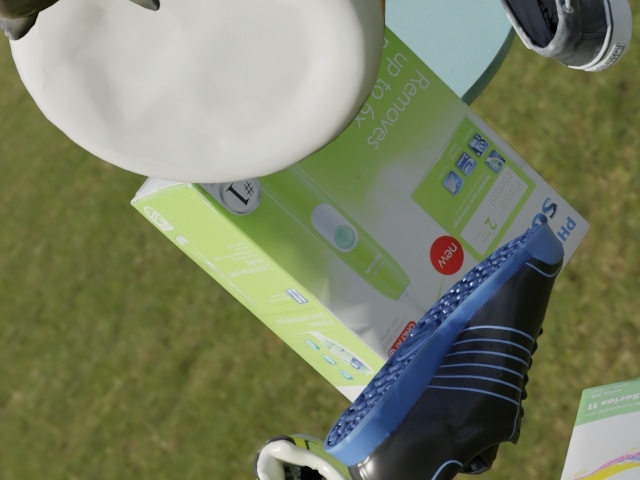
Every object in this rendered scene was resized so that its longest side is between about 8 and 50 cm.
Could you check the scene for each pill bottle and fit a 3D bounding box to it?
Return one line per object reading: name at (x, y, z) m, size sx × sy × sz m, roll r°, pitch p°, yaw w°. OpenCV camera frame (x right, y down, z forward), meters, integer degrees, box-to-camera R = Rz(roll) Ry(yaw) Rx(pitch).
pill bottle at (-0.049, -0.172, 0.848) m, size 0.162 × 0.162 × 0.278 m, roll -39°, pitch 32°, yaw 33°

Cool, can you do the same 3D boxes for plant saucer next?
plant saucer at (0.078, -0.189, 1.851) m, size 0.317 × 0.044 × 0.318 m, roll -25°, pitch 40°, yaw 23°

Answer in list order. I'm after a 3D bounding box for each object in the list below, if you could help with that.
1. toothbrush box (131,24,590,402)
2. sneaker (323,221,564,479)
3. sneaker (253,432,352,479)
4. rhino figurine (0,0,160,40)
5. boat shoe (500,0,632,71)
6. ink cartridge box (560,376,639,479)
toothbrush box at (0.034, -0.020, 1.387) m, size 0.206 × 0.283 × 0.122 m, roll -53°, pitch 19°, yaw -22°
sneaker at (0.100, 0.088, 1.173) m, size 0.232 × 0.090 × 0.081 m, roll -46°, pitch 8°, yaw -28°
sneaker at (0.051, 0.337, 1.706) m, size 0.145 × 0.147 × 0.385 m, roll -48°, pitch 54°, yaw 5°
rhino figurine at (-0.102, -0.117, 0.500) m, size 0.073 × 0.106 × 0.243 m, roll -15°, pitch -14°, yaw 12°
boat shoe at (0.188, -0.286, 1.694) m, size 0.108 × 0.102 × 0.301 m, roll -46°, pitch 52°, yaw 42°
ink cartridge box at (0.274, 0.285, 1.490) m, size 0.119 × 0.207 × 0.353 m, roll -13°, pitch 22°, yaw 22°
